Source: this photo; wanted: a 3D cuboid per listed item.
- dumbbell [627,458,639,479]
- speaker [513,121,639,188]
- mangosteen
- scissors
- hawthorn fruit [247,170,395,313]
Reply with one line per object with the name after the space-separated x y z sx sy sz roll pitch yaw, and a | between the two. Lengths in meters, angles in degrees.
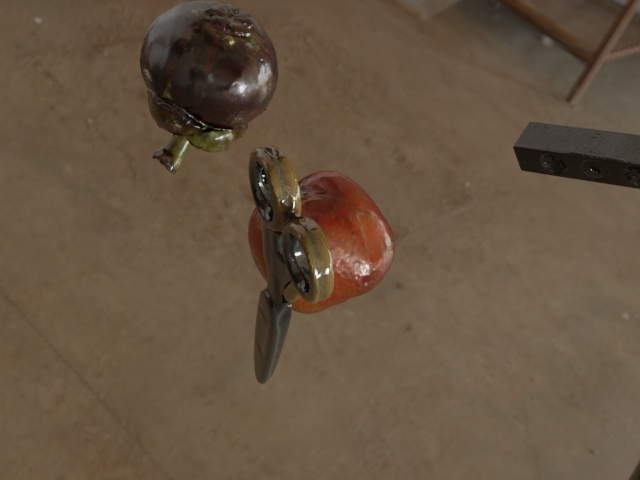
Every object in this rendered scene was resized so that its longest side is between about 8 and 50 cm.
0.426 0.143 0.929 0.203 0.204 0.322 34 78 9 | dumbbell
0.304 -0.091 1.163 0.191 0.040 0.046 13 56 39 | speaker
-0.131 -0.188 1.251 0.172 0.184 0.172 4 50 -5 | mangosteen
-0.025 0.034 0.620 0.017 0.220 0.088 -19 64 -18 | scissors
0.000 0.000 0.936 0.128 0.128 0.128 18 35 -13 | hawthorn fruit
